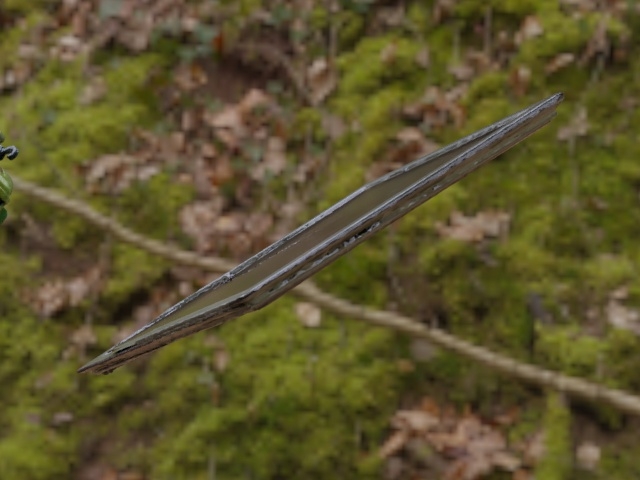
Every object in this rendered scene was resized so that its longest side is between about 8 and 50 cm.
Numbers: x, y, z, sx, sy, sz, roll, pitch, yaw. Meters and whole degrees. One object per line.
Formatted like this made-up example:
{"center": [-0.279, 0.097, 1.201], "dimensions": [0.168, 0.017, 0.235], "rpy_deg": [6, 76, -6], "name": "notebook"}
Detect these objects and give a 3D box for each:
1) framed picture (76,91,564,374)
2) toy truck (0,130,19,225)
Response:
{"center": [0.000, 0.000, 1.011], "dimensions": [0.273, 0.016, 0.216], "rpy_deg": [-33, 5, -34], "name": "framed picture"}
{"center": [-0.260, -0.048, 1.081], "dimensions": [0.169, 0.100, 0.077], "rpy_deg": [22, -23, 54], "name": "toy truck"}
